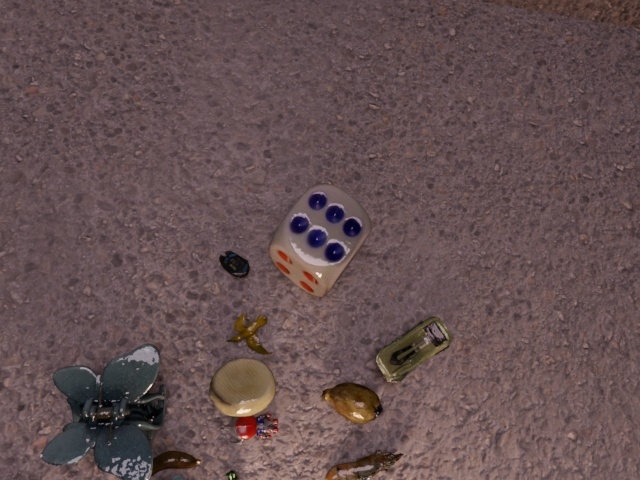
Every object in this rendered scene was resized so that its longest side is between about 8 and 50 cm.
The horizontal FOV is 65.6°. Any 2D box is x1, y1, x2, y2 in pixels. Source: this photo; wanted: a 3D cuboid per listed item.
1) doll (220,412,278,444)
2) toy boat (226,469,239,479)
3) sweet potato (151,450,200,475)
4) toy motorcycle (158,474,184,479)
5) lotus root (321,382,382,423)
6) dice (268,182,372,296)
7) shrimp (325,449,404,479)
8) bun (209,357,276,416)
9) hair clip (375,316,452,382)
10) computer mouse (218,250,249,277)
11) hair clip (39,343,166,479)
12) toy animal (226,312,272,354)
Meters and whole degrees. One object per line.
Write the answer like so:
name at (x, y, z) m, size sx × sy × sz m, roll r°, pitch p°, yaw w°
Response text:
doll at (-0.239, 0.624, 1.667) m, size 0.194 × 0.062 × 0.104 m, roll 3°, pitch 83°, yaw -15°
toy boat at (-0.287, 0.842, 1.561) m, size 0.088 × 0.089 × 0.230 m, roll 21°, pitch 80°, yaw -24°
sweet potato at (-0.511, 0.721, 1.597) m, size 0.249 × 0.059 × 0.069 m, roll -13°, pitch 86°, yaw -7°
toy motorcycle at (-0.424, 0.847, 1.502) m, size 0.154 × 0.206 × 0.260 m, roll -8°, pitch 68°, yaw -49°
lotus root at (0.108, 0.551, 1.700) m, size 0.213 × 0.138 × 0.139 m, roll 16°, pitch 70°, yaw 7°
dice at (0.000, 0.000, 1.781) m, size 0.276 × 0.304 × 0.304 m, roll 38°, pitch 71°, yaw 5°
shrimp at (0.158, 0.812, 1.663) m, size 0.295 × 0.058 × 0.169 m, roll -15°, pitch 81°, yaw -9°
bun at (-0.260, 0.505, 1.675) m, size 0.222 × 0.128 × 0.223 m, roll -2°, pitch 43°, yaw 2°
hair clip at (0.330, 0.401, 1.808) m, size 0.321 × 0.091 × 0.138 m, roll -25°, pitch 68°, yaw -27°
computer mouse at (-0.318, 0.092, 1.842) m, size 0.135 × 0.047 × 0.079 m, roll 39°, pitch 58°, yaw 18°
hair clip at (-0.649, 0.538, 1.542) m, size 0.317 × 0.238 × 0.393 m, roll -1°, pitch 71°, yaw -7°
toy animal at (-0.259, 0.322, 1.759) m, size 0.219 × 0.155 × 0.095 m, roll 56°, pitch 37°, yaw -30°
